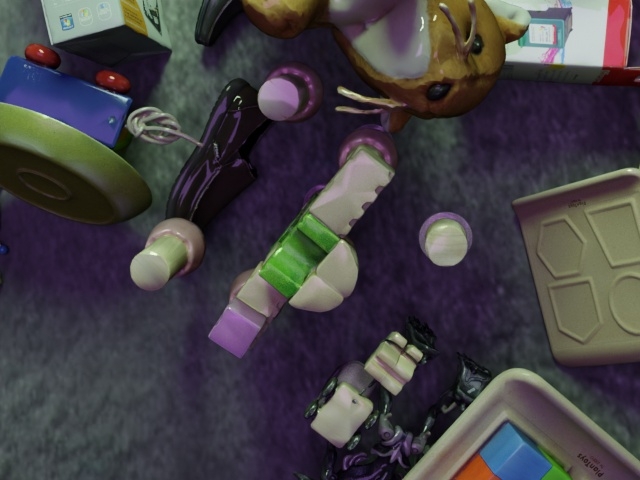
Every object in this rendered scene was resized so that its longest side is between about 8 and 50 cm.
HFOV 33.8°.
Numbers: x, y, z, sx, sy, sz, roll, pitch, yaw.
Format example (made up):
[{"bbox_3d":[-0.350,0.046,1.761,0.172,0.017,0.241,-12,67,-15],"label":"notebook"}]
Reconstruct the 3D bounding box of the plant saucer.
[{"bbox_3d":[-0.312,-0.077,1.214,0.240,0.241,0.037,18,68,9],"label":"plant saucer"}]

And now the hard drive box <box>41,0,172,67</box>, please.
[{"bbox_3d":[-0.265,-0.335,1.228,0.089,0.181,0.232,-14,90,9],"label":"hard drive box"}]

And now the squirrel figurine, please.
[{"bbox_3d":[0.033,-0.294,1.033,0.281,0.397,0.370,-42,110,16],"label":"squirrel figurine"}]

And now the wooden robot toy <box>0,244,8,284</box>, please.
[{"bbox_3d":[-0.441,-0.024,1.315,0.076,0.079,0.173,0,91,9],"label":"wooden robot toy"}]

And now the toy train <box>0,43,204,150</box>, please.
[{"bbox_3d":[-0.250,-0.137,1.256,0.248,0.143,0.105,20,85,1],"label":"toy train"}]

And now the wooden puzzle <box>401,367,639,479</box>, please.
[{"bbox_3d":[0.211,0.352,1.151,0.322,0.080,0.348,40,100,-21],"label":"wooden puzzle"}]

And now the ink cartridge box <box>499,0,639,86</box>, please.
[{"bbox_3d":[0.264,-0.220,1.166,0.230,0.134,0.078,5,92,9],"label":"ink cartridge box"}]

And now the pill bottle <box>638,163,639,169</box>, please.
[{"bbox_3d":[0.409,-0.096,1.133,0.117,0.117,0.209,11,105,9],"label":"pill bottle"}]

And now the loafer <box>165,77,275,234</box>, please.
[{"bbox_3d":[-0.116,-0.083,1.258,0.078,0.080,0.220,25,95,9],"label":"loafer"}]

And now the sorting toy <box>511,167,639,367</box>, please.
[{"bbox_3d":[0.311,0.035,1.162,0.038,0.193,0.208,-18,90,-34],"label":"sorting toy"}]

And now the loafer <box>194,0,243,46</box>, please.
[{"bbox_3d":[-0.092,-0.302,1.262,0.061,0.062,0.170,32,97,3],"label":"loafer"}]

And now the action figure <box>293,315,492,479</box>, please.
[{"bbox_3d":[0.081,0.233,1.206,0.164,0.141,0.276,32,104,1],"label":"action figure"}]

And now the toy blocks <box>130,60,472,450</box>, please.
[{"bbox_3d":[0.000,0.000,1.161,0.309,0.260,0.289,38,102,-3],"label":"toy blocks"}]
